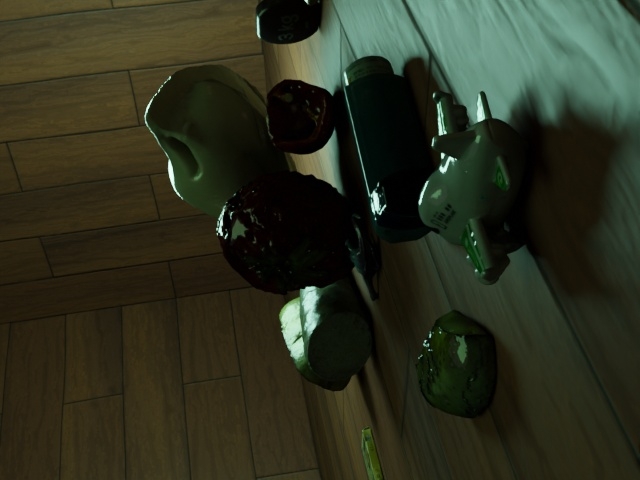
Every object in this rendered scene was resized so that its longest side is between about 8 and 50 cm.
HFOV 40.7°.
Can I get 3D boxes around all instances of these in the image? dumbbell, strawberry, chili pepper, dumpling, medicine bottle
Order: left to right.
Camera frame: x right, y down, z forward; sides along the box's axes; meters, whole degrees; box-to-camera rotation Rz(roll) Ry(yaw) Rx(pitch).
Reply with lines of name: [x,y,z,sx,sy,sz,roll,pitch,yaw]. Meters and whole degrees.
dumpling: [-0.159,-0.192,1.695,0.395,0.233,0.315,41,-130,-32]
dumbbell: [-0.079,-0.510,1.697,0.140,0.124,0.225,99,162,-67]
strawberry: [-0.053,-0.023,1.556,0.274,0.274,0.220,92,-178,-57]
chili pepper: [-0.034,-0.232,1.661,0.338,0.131,0.134,-105,7,-85]
medicine bottle: [0.081,-0.110,1.000,0.124,0.079,0.258,86,174,-59]

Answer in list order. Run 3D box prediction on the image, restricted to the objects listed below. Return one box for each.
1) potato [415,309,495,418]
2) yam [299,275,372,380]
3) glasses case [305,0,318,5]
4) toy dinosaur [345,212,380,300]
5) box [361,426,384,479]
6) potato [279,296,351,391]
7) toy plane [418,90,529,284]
potato: [0.139,0.135,0.930,0.198,0.054,0.119,123,141,-80]
yam: [0.022,0.136,1.678,0.330,0.133,0.133,-101,5,-67]
glasses case: [-0.001,-0.475,1.393,0.102,0.070,0.193,48,157,23]
toy dinosaur: [0.072,0.024,1.418,0.080,0.045,0.197,-121,14,-47]
box: [0.107,0.460,1.756,0.149,0.020,0.073,-104,8,-45]
potato: [0.011,0.200,1.852,0.111,0.160,0.271,-51,28,16]
toy plane: [0.123,-0.047,0.715,0.174,0.080,0.174,171,90,-86]
